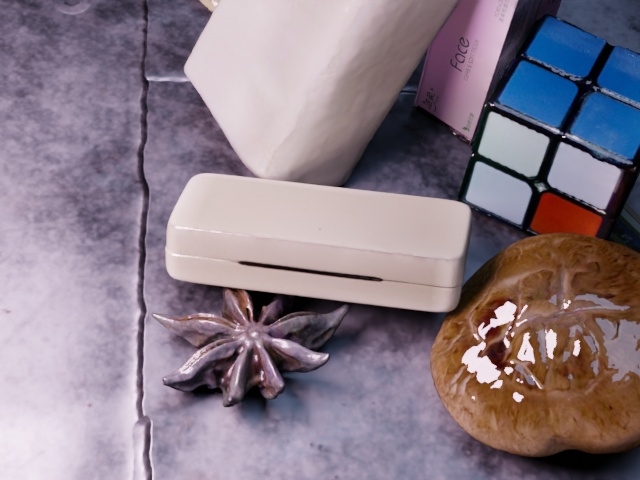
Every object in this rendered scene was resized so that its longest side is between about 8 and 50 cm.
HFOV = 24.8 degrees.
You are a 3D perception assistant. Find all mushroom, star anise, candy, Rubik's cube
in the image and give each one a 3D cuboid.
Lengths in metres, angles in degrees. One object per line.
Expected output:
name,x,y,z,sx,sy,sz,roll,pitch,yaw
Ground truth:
mushroom,0.248,0.109,1.498,0.278,0.146,0.278,-8,53,11
star anise,-0.078,0.103,1.513,0.181,0.061,0.204,36,55,25
candy,0.006,-0.249,1.601,0.145,0.358,0.208,-4,45,-48
Rubik's cube,0.277,-0.114,1.632,0.183,0.180,0.167,27,55,10

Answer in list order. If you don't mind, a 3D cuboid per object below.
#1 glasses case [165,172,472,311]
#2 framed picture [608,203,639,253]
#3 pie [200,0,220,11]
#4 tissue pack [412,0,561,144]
glasses case,0.000,0.000,1.545,0.313,0.070,0.131,6,31,7
framed picture,0.316,-0.016,1.684,0.109,0.011,0.149,-30,64,-26
pie,-0.063,-0.354,1.849,0.185,0.052,0.218,24,53,11
tissue pack,0.203,-0.250,1.691,0.092,0.246,0.148,35,56,17
